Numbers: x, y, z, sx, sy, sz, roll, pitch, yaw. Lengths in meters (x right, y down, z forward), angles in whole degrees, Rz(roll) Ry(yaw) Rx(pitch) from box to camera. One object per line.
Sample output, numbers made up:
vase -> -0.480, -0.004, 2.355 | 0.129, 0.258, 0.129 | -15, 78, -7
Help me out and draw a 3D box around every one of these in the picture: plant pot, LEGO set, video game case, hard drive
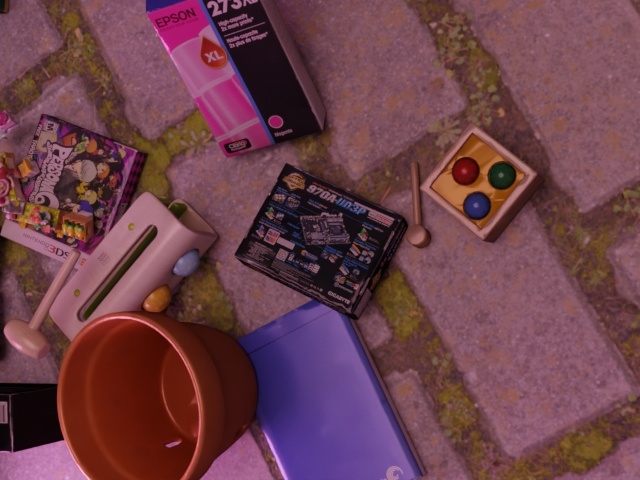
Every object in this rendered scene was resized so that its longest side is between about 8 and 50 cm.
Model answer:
plant pot -> -0.236, 0.245, 1.703 | 0.290, 0.203, 0.291 | 2, 95, 31
LEGO set -> -0.514, -0.084, 1.847 | 0.132, 0.107, 0.287 | -44, 71, 14
video game case -> -0.431, -0.079, 1.897 | 0.210, 0.042, 0.232 | 22, 94, 20
hard drive -> 0.004, 0.265, 1.722 | 0.210, 0.040, 0.319 | -29, 78, 16

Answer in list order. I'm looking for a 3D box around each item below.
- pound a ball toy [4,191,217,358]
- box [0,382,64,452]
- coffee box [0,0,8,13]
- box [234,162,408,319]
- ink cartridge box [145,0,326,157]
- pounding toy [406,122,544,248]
pound a ball toy -> -0.328, 0.079, 1.763 | 0.136, 0.208, 0.319 | 44, 100, 17
box -> -0.579, 0.297, 1.853 | 0.261, 0.184, 0.103 | -2, 90, 20
coffee box -> -0.611, -0.473, 1.910 | 0.040, 0.184, 0.113 | -2, 85, 17
box -> 0.000, 0.000, 1.712 | 0.220, 0.051, 0.175 | 25, 80, 19
ink cartridge box -> -0.140, -0.304, 1.673 | 0.175, 0.069, 0.371 | -14, 125, 18
pounding toy -> 0.197, -0.071, 1.645 | 0.181, 0.094, 0.206 | 41, 100, 17
